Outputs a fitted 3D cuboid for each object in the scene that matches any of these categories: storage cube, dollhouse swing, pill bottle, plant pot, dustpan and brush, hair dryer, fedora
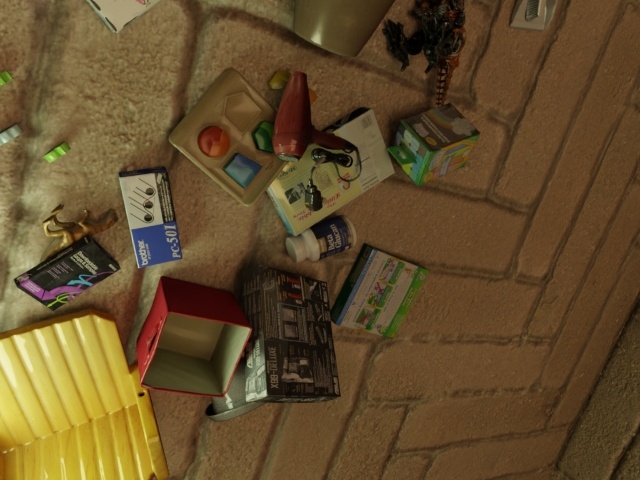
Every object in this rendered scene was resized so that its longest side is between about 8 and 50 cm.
[{"bbox_3d":[-0.293,0.217,1.059,0.215,0.193,0.183,17,101,-29],"label":"storage cube"},{"bbox_3d":[-0.534,0.376,0.957,0.347,0.315,0.304,-14,137,-23],"label":"dollhouse swing"},{"bbox_3d":[0.000,0.000,1.200,0.170,0.094,0.094,-20,119,-21],"label":"pill bottle"},{"bbox_3d":[0.048,-0.512,0.943,0.263,0.263,0.229,6,124,-31],"label":"plant pot"},{"bbox_3d":[0.609,-0.693,1.271,0.147,0.060,0.211,-8,114,-26],"label":"dustpan and brush"},{"bbox_3d":[-0.020,-0.232,1.047,0.223,0.080,0.293,-46,126,-41],"label":"hair dryer"},{"bbox_3d":[-0.183,0.348,1.201,0.276,0.244,0.124,-22,89,-26],"label":"fedora"}]

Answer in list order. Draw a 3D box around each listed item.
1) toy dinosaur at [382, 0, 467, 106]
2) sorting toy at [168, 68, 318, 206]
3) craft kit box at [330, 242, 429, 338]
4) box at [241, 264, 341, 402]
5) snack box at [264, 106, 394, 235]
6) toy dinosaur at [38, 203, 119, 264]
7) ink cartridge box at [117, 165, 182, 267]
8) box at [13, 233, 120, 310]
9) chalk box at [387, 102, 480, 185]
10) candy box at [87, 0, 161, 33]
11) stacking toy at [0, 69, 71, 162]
[{"bbox_3d":[0.297,-0.501,1.134,0.218,0.164,0.321,-30,103,-33],"label":"toy dinosaur"},{"bbox_3d":[-0.144,-0.257,1.012,0.229,0.041,0.307,41,78,-24],"label":"sorting toy"},{"bbox_3d":[0.179,0.158,1.393,0.247,0.061,0.249,22,99,-31],"label":"craft kit box"},{"bbox_3d":[-0.072,0.232,1.130,0.077,0.307,0.243,-27,149,36],"label":"box"},{"bbox_3d":[0.020,-0.173,1.159,0.322,0.060,0.187,-33,120,-14],"label":"snack box"},{"bbox_3d":[-0.512,-0.003,0.933,0.212,0.064,0.112,-35,124,-12],"label":"toy dinosaur"},{"bbox_3d":[-0.366,-0.050,1.005,0.097,0.046,0.206,-12,116,-23],"label":"ink cartridge box"},{"bbox_3d":[-0.514,0.068,0.955,0.162,0.029,0.116,-36,149,-13],"label":"box"},{"bbox_3d":[0.274,-0.241,1.203,0.213,0.132,0.132,-23,152,-19],"label":"chalk box"},{"bbox_3d":[-0.363,-0.494,0.805,0.165,0.070,0.196,-42,124,-8],"label":"candy box"},{"bbox_3d":[-0.593,-0.169,0.825,0.221,0.052,0.167,-38,124,-11],"label":"stacking toy"}]
